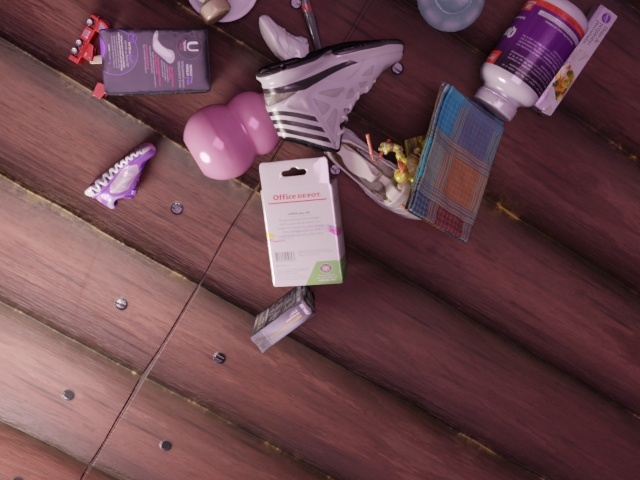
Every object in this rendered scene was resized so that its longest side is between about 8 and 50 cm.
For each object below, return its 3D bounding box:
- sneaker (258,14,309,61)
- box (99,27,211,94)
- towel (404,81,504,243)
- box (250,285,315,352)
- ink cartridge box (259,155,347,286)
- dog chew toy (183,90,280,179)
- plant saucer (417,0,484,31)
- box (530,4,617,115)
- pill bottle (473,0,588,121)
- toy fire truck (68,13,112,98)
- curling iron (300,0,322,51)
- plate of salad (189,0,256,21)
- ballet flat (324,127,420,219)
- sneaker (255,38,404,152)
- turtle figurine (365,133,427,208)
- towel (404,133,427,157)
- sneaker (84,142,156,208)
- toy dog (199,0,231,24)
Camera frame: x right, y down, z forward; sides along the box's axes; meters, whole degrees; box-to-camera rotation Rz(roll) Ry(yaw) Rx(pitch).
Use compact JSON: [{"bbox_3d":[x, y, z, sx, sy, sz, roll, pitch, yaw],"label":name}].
[{"bbox_3d":[-0.082,-0.537,1.816,0.094,0.080,0.212,-41,108,-7],"label":"sneaker"},{"bbox_3d":[-0.433,-0.468,1.746,0.270,0.143,0.165,-4,102,-13],"label":"box"},{"bbox_3d":[0.375,-0.207,1.812,0.271,0.040,0.370,24,79,-36],"label":"towel"},{"bbox_3d":[-0.102,0.211,1.877,0.183,0.231,0.056,-38,98,4],"label":"box"},{"bbox_3d":[-0.046,-0.058,1.864,0.207,0.119,0.354,-4,102,12],"label":"ink cartridge box"},{"bbox_3d":[-0.198,-0.306,1.791,0.331,0.206,0.207,-31,101,-4],"label":"dog chew toy"},{"bbox_3d":[0.363,-0.676,1.825,0.195,0.037,0.195,0,101,-2],"label":"plant saucer"},{"bbox_3d":[0.704,-0.501,1.864,0.063,0.067,0.324,31,97,-10],"label":"box"},{"bbox_3d":[0.559,-0.492,1.799,0.181,0.181,0.323,34,97,-9],"label":"pill bottle"},{"bbox_3d":[-0.601,-0.498,1.800,0.135,0.047,0.192,31,97,-9],"label":"toy fire truck"},{"bbox_3d":[-0.035,-0.628,1.805,0.035,0.068,0.274,-20,107,-1],"label":"curling iron"},{"bbox_3d":[-0.264,-0.687,1.780,0.199,0.048,0.200,-1,98,-5],"label":"plate of salad"},{"bbox_3d":[0.168,-0.169,1.865,0.400,0.139,0.139,36,97,-9],"label":"ballet flat"},{"bbox_3d":[0.048,-0.380,1.767,0.447,0.169,0.258,-24,114,-27],"label":"sneaker"},{"bbox_3d":[0.252,-0.215,1.807,0.269,0.217,0.087,53,137,-2],"label":"turtle figurine"},{"bbox_3d":[0.364,-0.269,1.914,0.237,0.021,0.102,-15,103,0],"label":"towel"},{"bbox_3d":[-0.538,-0.176,1.851,0.236,0.095,0.104,-38,108,9],"label":"sneaker"},{"bbox_3d":[-0.214,-0.706,1.676,0.220,0.161,0.334,36,93,-8],"label":"toy dog"}]
